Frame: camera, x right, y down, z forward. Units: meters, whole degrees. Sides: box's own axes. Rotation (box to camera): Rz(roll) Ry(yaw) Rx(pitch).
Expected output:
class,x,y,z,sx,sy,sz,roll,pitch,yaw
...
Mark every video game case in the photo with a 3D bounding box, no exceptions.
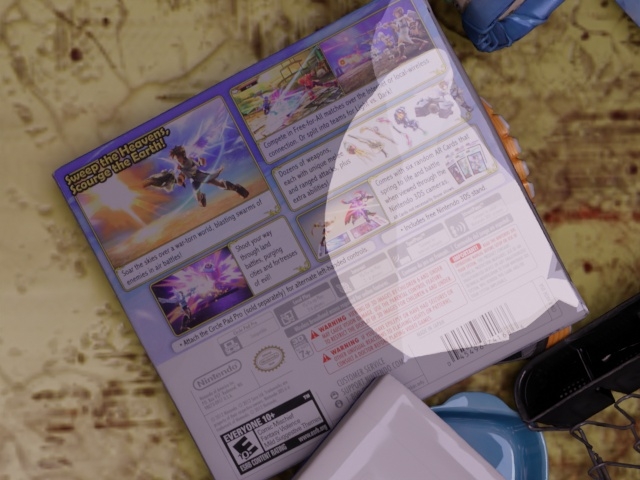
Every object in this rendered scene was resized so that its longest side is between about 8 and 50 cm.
class,x,y,z,sx,sy,sz,roll,pitch,yaw
video game case,0.000,0.000,1.014,0.270,0.061,0.244,-27,93,4

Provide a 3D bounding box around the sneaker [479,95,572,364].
class,x,y,z,sx,sy,sz,roll,pitch,yaw
sneaker,0.105,-0.011,1.072,0.083,0.084,0.214,-20,91,-11

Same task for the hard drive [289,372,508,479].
class,x,y,z,sx,sy,sz,roll,pitch,yaw
hard drive,0.015,0.269,0.927,0.210,0.040,0.318,43,72,-5

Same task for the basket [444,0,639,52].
class,x,y,z,sx,sy,sz,roll,pitch,yaw
basket,0.184,-0.193,1.024,0.289,0.255,0.201,46,102,10

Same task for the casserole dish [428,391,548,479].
class,x,y,z,sx,sy,sz,roll,pitch,yaw
casserole dish,0.099,0.200,1.073,0.114,0.037,0.188,5,83,-14

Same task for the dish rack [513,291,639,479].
class,x,y,z,sx,sy,sz,roll,pitch,yaw
dish rack,0.270,0.157,0.999,0.208,0.074,0.271,-35,58,22
